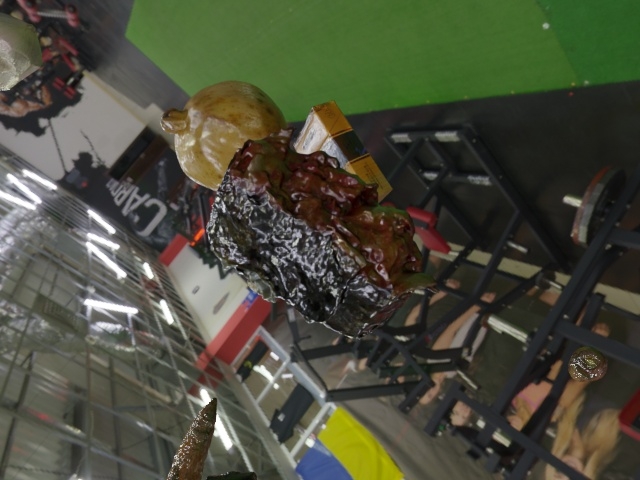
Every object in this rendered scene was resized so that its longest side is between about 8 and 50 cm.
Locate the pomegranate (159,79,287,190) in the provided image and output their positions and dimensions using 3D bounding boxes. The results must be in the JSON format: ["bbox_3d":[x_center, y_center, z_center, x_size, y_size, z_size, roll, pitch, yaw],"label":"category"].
[{"bbox_3d":[-0.312,-0.337,1.472,0.410,0.410,0.410,36,172,6],"label":"pomegranate"}]

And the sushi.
[{"bbox_3d":[0.000,0.000,0.643,0.343,0.196,0.182,31,139,6],"label":"sushi"}]

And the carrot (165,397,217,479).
[{"bbox_3d":[-0.338,0.563,1.244,0.101,0.263,0.102,17,161,6],"label":"carrot"}]

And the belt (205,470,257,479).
[{"bbox_3d":[-0.189,0.661,0.987,0.289,0.164,0.184,-94,2,-47],"label":"belt"}]

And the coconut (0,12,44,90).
[{"bbox_3d":[-0.508,-0.308,0.735,0.110,0.124,0.110,57,-167,-22],"label":"coconut"}]

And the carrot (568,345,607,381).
[{"bbox_3d":[0.499,0.235,0.854,0.060,0.060,0.186,32,177,30],"label":"carrot"}]

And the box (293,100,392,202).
[{"bbox_3d":[0.043,-0.167,1.011,0.237,0.070,0.152,57,152,7],"label":"box"}]

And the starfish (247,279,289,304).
[{"bbox_3d":[-0.090,0.077,1.088,0.247,0.138,0.050,10,173,39],"label":"starfish"}]
